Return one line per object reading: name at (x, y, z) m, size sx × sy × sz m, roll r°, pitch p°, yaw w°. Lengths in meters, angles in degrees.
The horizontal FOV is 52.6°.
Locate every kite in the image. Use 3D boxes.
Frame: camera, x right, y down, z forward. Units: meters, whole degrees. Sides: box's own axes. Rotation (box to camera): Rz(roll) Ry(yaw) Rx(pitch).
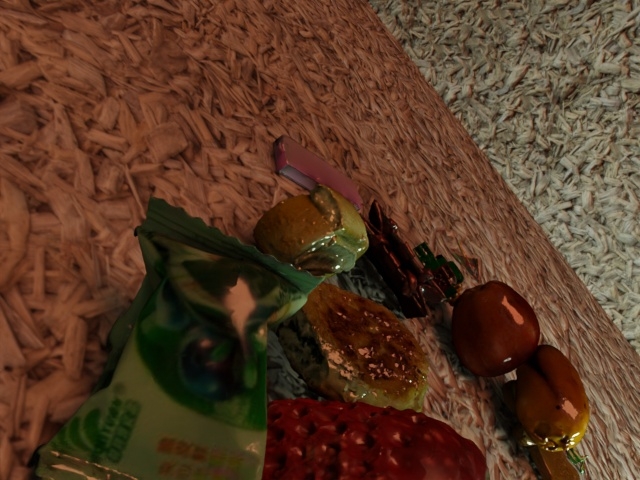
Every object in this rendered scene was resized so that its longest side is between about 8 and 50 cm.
kite at (0.468, 0.067, 2.040) m, size 0.190 × 0.010 × 0.159 m, roll 10°, pitch 49°, yaw -52°

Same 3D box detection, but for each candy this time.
candy at (-0.163, 0.171, 0.783) m, size 0.262 × 0.172 × 0.398 m, roll 19°, pitch 55°, yaw -8°

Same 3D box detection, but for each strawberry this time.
strawberry at (0.045, 0.331, 0.858) m, size 0.345 × 0.295 × 0.317 m, roll 35°, pitch 52°, yaw 7°

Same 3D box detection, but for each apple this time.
apple at (0.426, 0.214, 1.594) m, size 0.234 × 0.234 × 0.234 m, roll 36°, pitch 32°, yaw -27°

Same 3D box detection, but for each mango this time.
mango at (0.558, 0.383, 1.574) m, size 0.201 × 0.153 × 0.287 m, roll 31°, pitch 32°, yaw -12°

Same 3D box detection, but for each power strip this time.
power strip at (-0.005, -0.156, 1.562) m, size 0.279 × 0.037 × 0.109 m, roll 29°, pitch 36°, yaw -37°

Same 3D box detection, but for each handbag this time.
handbag at (0.162, 0.047, 1.410) m, size 0.260 × 0.084 × 0.275 m, roll 56°, pitch -3°, yaw 4°

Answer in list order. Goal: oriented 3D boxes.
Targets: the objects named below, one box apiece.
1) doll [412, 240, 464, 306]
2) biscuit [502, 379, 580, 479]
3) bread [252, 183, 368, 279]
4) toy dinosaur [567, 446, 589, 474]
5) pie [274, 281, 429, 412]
doll at (0.312, 0.101, 1.670) m, size 0.186 × 0.106 × 0.134 m, roll 45°, pitch 14°, yaw -49°
biscuit at (0.542, 0.494, 1.623) m, size 0.196 × 0.049 × 0.302 m, roll 6°, pitch 53°, yaw -52°
bread at (0.000, 0.000, 1.241) m, size 0.257 × 0.186 × 0.124 m, roll 15°, pitch 41°, yaw -60°
toy dinosaur at (0.693, 0.581, 1.779) m, size 0.060 × 0.029 × 0.120 m, roll -32°, pitch 82°, yaw -45°
pie at (0.054, 0.180, 1.115) m, size 0.288 × 0.103 × 0.355 m, roll 18°, pitch 25°, yaw -39°
